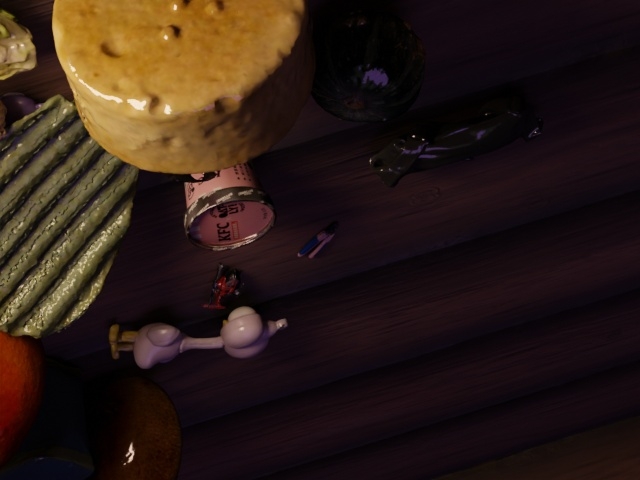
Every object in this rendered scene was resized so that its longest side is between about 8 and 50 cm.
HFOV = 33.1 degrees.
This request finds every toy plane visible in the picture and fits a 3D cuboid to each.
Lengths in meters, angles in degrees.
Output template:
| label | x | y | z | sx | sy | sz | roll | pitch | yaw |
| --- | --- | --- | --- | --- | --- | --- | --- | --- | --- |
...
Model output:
| label | x | y | z | sx | sy | sz | roll | pitch | yaw |
| --- | --- | --- | --- | --- | --- | --- | --- | --- | --- |
| toy plane | -0.192 | 0.096 | 2.131 | 0.060 | 0.037 | 0.145 | 3 | 142 | -24 |

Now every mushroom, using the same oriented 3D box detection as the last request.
| label | x | y | z | sx | sy | sz | roll | pitch | yaw |
| --- | --- | --- | --- | --- | --- | --- | --- | --- | --- |
| mushroom | -0.426 | 0.457 | 2.350 | 0.345 | 0.345 | 0.259 | -32 | 151 | 22 |

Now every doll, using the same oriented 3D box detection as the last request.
| label | x | y | z | sx | sy | sz | roll | pitch | yaw |
| --- | --- | --- | --- | --- | --- | --- | --- | --- | --- |
| doll | -0.245 | 0.200 | 2.205 | 0.365 | 0.094 | 0.160 | -9 | 156 | -12 |
| doll | -0.485 | -0.167 | 1.534 | 0.205 | 0.067 | 0.110 | -14 | 161 | 0 |

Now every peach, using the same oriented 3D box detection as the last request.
| label | x | y | z | sx | sy | sz | roll | pitch | yaw |
| --- | --- | --- | --- | --- | --- | --- | --- | --- | --- |
| peach | -0.609 | 0.225 | 1.799 | 0.289 | 0.373 | 0.373 | 13 | 138 | -24 |

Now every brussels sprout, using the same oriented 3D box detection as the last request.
| label | x | y | z | sx | sy | sz | roll | pitch | yaw |
| --- | --- | --- | --- | --- | --- | --- | --- | --- | --- |
| brussels sprout | -0.458 | -0.256 | 1.379 | 0.181 | 0.100 | 0.139 | -8 | 155 | -28 |

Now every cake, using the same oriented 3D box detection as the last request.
| label | x | y | z | sx | sy | sz | roll | pitch | yaw |
| --- | --- | --- | --- | --- | --- | --- | --- | --- | --- |
| cake | -0.160 | -0.211 | 1.396 | 0.332 | 0.332 | 0.321 | -16 | 155 | -4 |

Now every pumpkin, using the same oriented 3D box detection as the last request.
| label | x | y | z | sx | sy | sz | roll | pitch | yaw |
| --- | --- | --- | --- | --- | --- | --- | --- | --- | --- |
| pumpkin | 0.065 | -0.257 | 1.597 | 0.190 | 0.146 | 0.190 | 8 | 166 | 2 |

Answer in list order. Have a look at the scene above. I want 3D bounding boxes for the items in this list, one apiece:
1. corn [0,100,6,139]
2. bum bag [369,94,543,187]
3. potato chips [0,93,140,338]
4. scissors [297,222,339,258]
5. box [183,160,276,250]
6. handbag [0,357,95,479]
| label | x | y | z | sx | sy | sz | roll | pitch | yaw |
| --- | --- | --- | --- | --- | --- | --- | --- | --- | --- |
| corn | -0.524 | -0.167 | 1.447 | 0.210 | 0.087 | 0.087 | 1 | 151 | 10 |
| bum bag | 0.239 | -0.180 | 1.886 | 0.326 | 0.080 | 0.142 | -18 | 157 | -7 |
| potato chips | -0.420 | -0.029 | 1.624 | 0.429 | 0.070 | 0.358 | -51 | 147 | 2 |
| scissors | 0.000 | 0.000 | 2.100 | 0.039 | 0.012 | 0.113 | 9 | 140 | -38 |
| box | -0.158 | -0.078 | 1.779 | 0.151 | 0.135 | 0.151 | -11 | 151 | -6 |
| handbag | -0.602 | 0.392 | 2.191 | 0.263 | 0.241 | 0.222 | -33 | 146 | 20 |
